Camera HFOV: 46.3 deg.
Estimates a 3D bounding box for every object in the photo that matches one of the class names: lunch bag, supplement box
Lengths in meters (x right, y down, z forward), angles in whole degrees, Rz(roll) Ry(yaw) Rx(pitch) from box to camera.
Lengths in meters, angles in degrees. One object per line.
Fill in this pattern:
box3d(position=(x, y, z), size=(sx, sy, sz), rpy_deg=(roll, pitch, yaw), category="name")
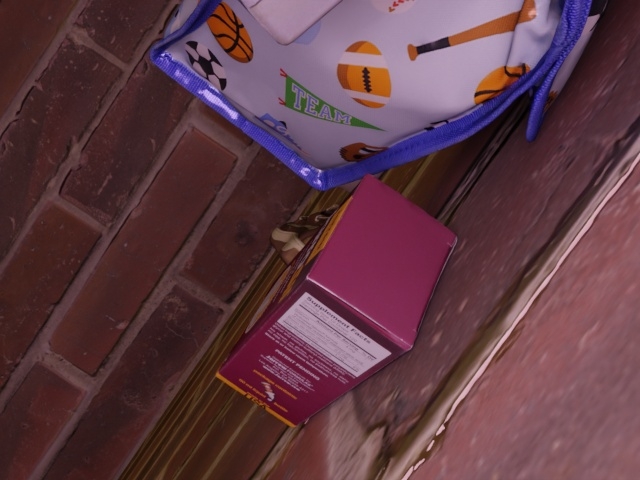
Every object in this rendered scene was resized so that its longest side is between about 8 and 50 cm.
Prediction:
box3d(position=(0.093, -0.235, 0.534), size=(0.385, 0.239, 0.328), rpy_deg=(-16, 43, 62), category="lunch bag")
box3d(position=(0.006, 0.052, 0.549), size=(0.188, 0.080, 0.104), rpy_deg=(-49, 8, 52), category="supplement box")

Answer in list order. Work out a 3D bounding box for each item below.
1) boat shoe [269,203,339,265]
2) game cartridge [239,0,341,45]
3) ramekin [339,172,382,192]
box3d(position=(0.005, 0.006, 0.887), size=(0.095, 0.095, 0.257), rpy_deg=(-42, 11, -2), category="boat shoe")
box3d(position=(0.069, -0.264, 0.359), size=(0.355, 0.068, 0.230), rpy_deg=(-39, 39, 6), category="game cartridge")
box3d(position=(0.071, -0.172, 1.202), size=(0.207, 0.109, 0.207), rpy_deg=(-55, 5, 6), category="ramekin")
